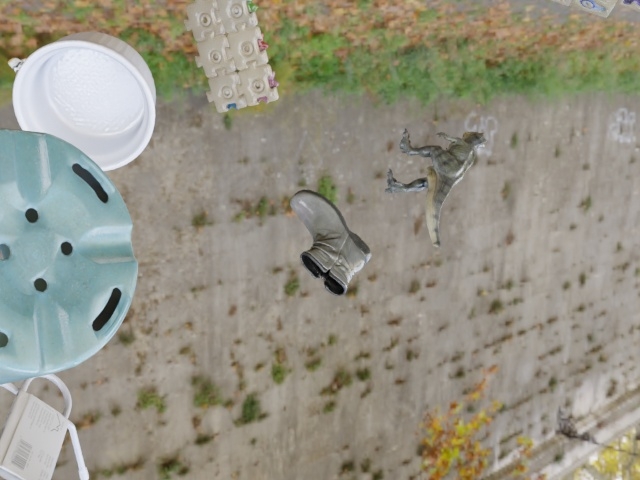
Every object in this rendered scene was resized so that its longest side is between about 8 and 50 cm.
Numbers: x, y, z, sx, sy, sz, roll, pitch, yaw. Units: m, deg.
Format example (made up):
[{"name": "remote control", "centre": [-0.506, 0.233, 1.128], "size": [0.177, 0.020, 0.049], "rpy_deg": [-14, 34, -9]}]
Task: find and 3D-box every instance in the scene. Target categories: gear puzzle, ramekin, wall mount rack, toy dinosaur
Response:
[{"name": "gear puzzle", "centre": [-0.200, -0.452, 1.516], "size": [0.175, 0.339, 0.044], "rpy_deg": [-7, -161, 26]}, {"name": "ramekin", "centre": [-0.474, -0.294, 1.464], "size": [0.277, 0.277, 0.135], "rpy_deg": [-4, -149, 0]}, {"name": "wall mount rack", "centre": [-0.535, 0.427, 1.318], "size": [0.130, 0.304, 0.350], "rpy_deg": [-35, -152, 17]}, {"name": "toy dinosaur", "centre": [0.165, -0.103, 1.052], "size": [0.118, 0.064, 0.268], "rpy_deg": [17, -130, 18]}]

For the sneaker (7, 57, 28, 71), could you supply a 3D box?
[{"name": "sneaker", "centre": [-0.762, -0.444, 1.808], "size": [0.032, 0.037, 0.083], "rpy_deg": [-33, -179, 23]}]

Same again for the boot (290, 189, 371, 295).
[{"name": "boot", "centre": [0.000, 0.000, 1.604], "size": [0.083, 0.246, 0.161], "rpy_deg": [-47, 177, 40]}]

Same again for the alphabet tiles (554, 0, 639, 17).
[{"name": "alphabet tiles", "centre": [0.299, -0.383, 0.930], "size": [0.342, 0.011, 0.285], "rpy_deg": [22, -178, 10]}]

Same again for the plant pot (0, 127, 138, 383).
[{"name": "plant pot", "centre": [-0.412, 0.033, 0.805], "size": [0.334, 0.341, 0.341], "rpy_deg": [-10, -177, 34]}]
